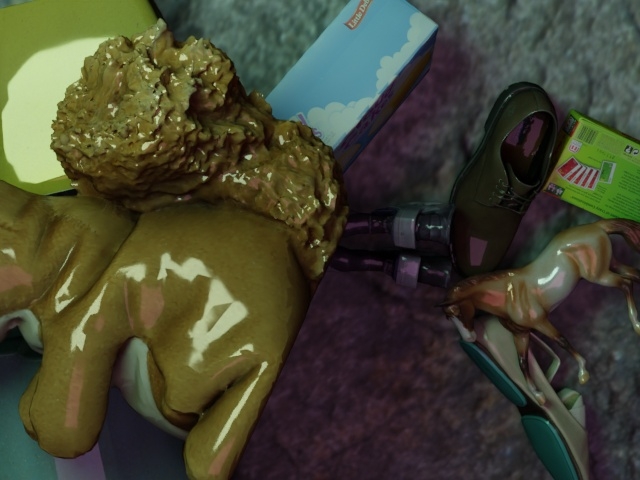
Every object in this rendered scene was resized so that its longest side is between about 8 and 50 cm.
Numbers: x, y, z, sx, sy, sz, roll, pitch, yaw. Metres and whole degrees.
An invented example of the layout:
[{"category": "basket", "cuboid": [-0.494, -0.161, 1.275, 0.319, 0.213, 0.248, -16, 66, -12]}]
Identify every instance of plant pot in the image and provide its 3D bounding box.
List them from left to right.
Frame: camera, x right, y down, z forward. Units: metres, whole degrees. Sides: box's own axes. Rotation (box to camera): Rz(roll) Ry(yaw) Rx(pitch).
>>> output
[{"category": "plant pot", "cuboid": [-0.247, 0.240, 1.884, 0.341, 0.341, 0.334, -12, 102, -4]}, {"category": "plant pot", "cuboid": [-0.228, -0.155, 1.814, 0.212, 0.212, 0.187, -13, 95, 0]}]

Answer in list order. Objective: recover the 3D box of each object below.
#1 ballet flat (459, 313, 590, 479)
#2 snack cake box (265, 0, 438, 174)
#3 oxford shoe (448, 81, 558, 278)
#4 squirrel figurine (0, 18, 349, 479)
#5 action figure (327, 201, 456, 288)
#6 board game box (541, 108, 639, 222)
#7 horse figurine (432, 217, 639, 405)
[{"category": "ballet flat", "cuboid": [0.254, 0.177, 2.053, 0.086, 0.086, 0.248, -34, 108, 4]}, {"category": "snack cake box", "cuboid": [0.002, -0.124, 1.830, 0.089, 0.152, 0.264, 39, 81, 6]}, {"category": "oxford shoe", "cuboid": [0.196, -0.055, 1.957, 0.083, 0.096, 0.227, 12, 108, -13]}, {"category": "squirrel figurine", "cuboid": [-0.186, 0.000, 1.631, 0.370, 0.281, 0.397, 25, 90, 0]}, {"category": "action figure", "cuboid": [0.000, 0.000, 1.950, 0.285, 0.099, 0.185, 5, 114, -1]}, {"category": "board game box", "cuboid": [0.339, -0.065, 1.999, 0.181, 0.043, 0.092, 23, 104, -14]}, {"category": "horse figurine", "cuboid": [0.273, 0.057, 1.978, 0.263, 0.066, 0.174, -37, 98, -1]}]
